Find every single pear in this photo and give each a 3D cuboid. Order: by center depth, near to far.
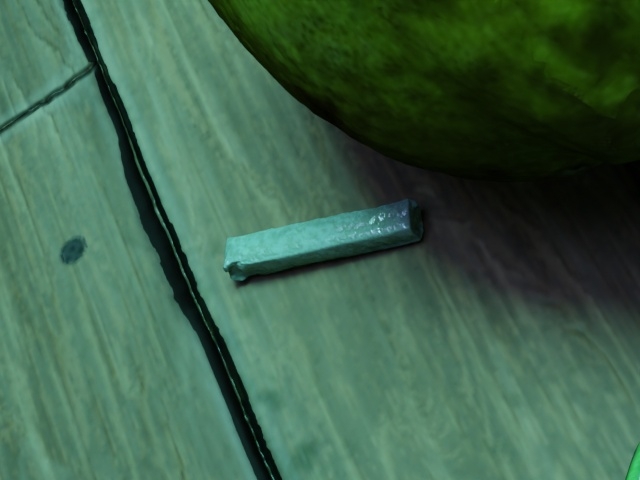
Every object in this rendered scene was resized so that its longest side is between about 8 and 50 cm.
[{"bbox_3d":[0.077,-0.221,0.827,0.352,0.352,0.413,-32,76,13],"label":"pear"}]

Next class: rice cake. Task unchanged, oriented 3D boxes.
[{"bbox_3d":[0.000,0.000,0.954,0.121,0.021,0.022,-12,55,23],"label":"rice cake"}]

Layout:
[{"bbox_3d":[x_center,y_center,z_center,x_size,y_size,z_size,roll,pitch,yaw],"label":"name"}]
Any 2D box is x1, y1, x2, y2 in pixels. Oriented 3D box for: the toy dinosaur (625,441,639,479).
[{"bbox_3d":[0.317,0.241,0.563,0.374,0.144,0.500,-18,62,16],"label":"toy dinosaur"}]
